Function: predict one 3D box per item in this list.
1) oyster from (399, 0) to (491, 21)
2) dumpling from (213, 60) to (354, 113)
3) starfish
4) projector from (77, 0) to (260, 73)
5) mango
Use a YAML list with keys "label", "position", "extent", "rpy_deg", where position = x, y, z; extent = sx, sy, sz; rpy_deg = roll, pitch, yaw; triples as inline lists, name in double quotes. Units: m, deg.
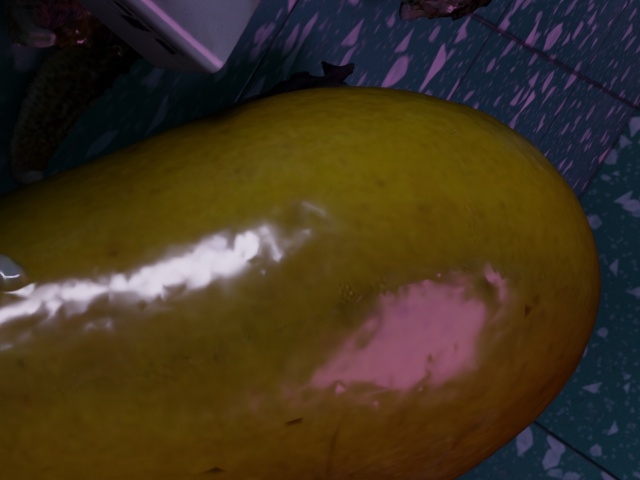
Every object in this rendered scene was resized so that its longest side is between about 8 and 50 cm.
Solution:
- label: "oyster"
  position: [0.122, -0.257, 1.198]
  extent: [0.198, 0.112, 0.267]
  rpy_deg: [-26, 162, -20]
- label: "dumpling"
  position: [-0.001, -0.016, 1.112]
  extent: [0.293, 0.204, 0.163]
  rpy_deg: [-29, 143, -40]
- label: "starfish"
  position: [-0.095, -0.130, 0.865]
  extent: [0.238, 0.071, 0.216]
  rpy_deg: [-58, 160, 6]
- label: "projector"
  position: [-0.067, -0.168, 0.756]
  extent: [0.115, 0.061, 0.147]
  rpy_deg: [40, 68, -44]
- label: "mango"
  position: [-0.056, 0.052, 0.867]
  extent: [0.445, 0.220, 0.301]
  rpy_deg: [-11, 160, -34]
